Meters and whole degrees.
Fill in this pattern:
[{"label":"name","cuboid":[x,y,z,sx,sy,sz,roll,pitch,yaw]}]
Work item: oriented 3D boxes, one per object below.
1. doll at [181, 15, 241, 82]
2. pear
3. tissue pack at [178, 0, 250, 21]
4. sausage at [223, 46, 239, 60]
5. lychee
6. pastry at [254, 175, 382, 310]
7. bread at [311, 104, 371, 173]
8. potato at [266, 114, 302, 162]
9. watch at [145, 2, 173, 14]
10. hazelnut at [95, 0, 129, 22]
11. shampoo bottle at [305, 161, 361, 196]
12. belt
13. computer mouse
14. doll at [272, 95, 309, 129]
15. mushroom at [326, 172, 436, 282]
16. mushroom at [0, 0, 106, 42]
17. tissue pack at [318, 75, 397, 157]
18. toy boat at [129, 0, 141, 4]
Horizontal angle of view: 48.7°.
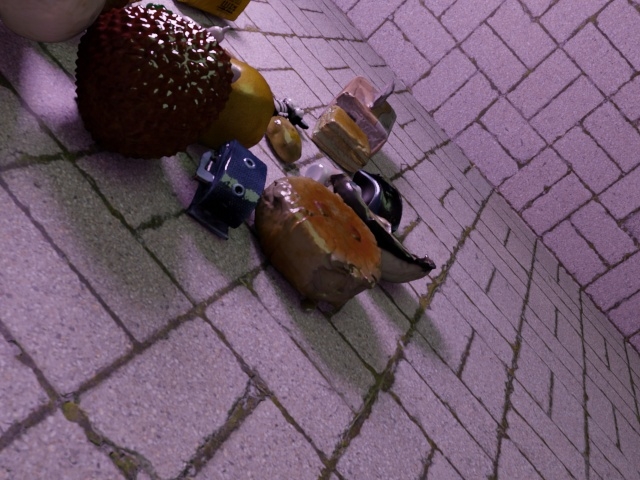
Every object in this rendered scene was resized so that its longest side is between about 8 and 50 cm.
[{"label":"doll","cuboid":[-0.231,-0.354,1.397,0.160,0.160,0.059,19,-1,18]},{"label":"pear","cuboid":[-0.207,-0.293,1.513,0.209,0.209,0.208,39,26,-22]},{"label":"tissue pack","cuboid":[-0.346,-0.765,2.068,0.192,0.134,0.271,57,25,15]},{"label":"sausage","cuboid":[-0.230,-0.489,1.987,0.132,0.024,0.024,51,24,6]},{"label":"lychee","cuboid":[-0.301,-0.275,1.254,0.276,0.305,0.275,-5,90,-69]},{"label":"pastry","cuboid":[0.000,0.000,1.503,0.330,0.136,0.329,37,25,-21]},{"label":"bread","cuboid":[0.072,-0.301,2.130,0.196,0.102,0.138,44,26,-15]},{"label":"potato","cuboid":[-0.094,-0.265,1.825,0.092,0.070,0.137,0,53,-59]},{"label":"watch","cuboid":[-0.347,-0.403,1.483,0.131,0.165,0.152,20,20,-36]},{"label":"hazelnut","cuboid":[-0.486,-0.507,1.406,0.210,0.210,0.186,27,57,-41]},{"label":"shampoo bottle","cuboid":[0.040,-0.153,1.881,0.192,0.074,0.074,16,40,-50]},{"label":"belt","cuboid":[-0.186,-0.121,1.385,0.128,0.122,0.218,37,27,-18]},{"label":"computer mouse","cuboid":[0.169,-0.124,2.036,0.137,0.096,0.233,28,33,-39]},{"label":"doll","cuboid":[-0.104,-0.361,1.960,0.091,0.067,0.219,53,22,20]},{"label":"mushroom","cuboid":[0.129,-0.012,1.777,0.344,0.130,0.247,44,8,-14]},{"label":"mushroom","cuboid":[-0.495,-0.468,1.140,0.353,0.353,0.325,54,11,12]},{"label":"tissue pack","cuboid":[0.156,-0.426,2.310,0.238,0.238,0.305,45,24,-8]},{"label":"toy boat","cuboid":[-0.500,-0.665,1.728,0.206,0.072,0.064,49,25,2]}]
